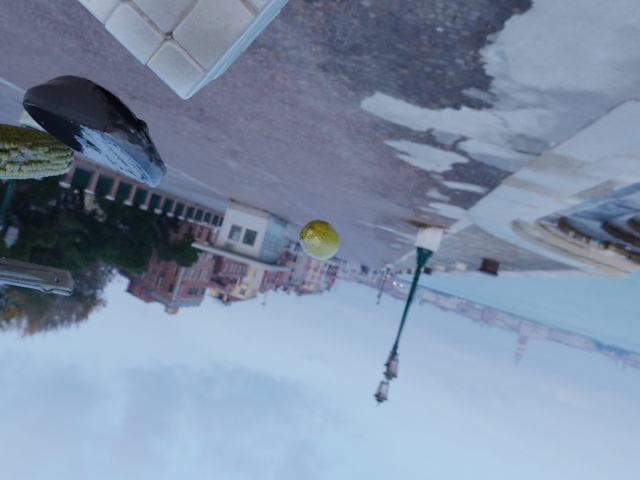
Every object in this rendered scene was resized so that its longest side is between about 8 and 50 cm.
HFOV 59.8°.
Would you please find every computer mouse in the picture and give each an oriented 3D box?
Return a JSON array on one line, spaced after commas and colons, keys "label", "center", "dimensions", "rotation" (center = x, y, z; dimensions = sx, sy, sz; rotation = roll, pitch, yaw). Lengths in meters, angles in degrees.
[{"label": "computer mouse", "center": [-0.315, -0.171, 0.801], "dimensions": [0.270, 0.086, 0.137], "rotation": [25, 162, 29]}]

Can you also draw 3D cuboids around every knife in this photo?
[{"label": "knife", "center": [-0.706, 0.074, 1.224], "dimensions": [0.043, 0.089, 0.365], "rotation": [-12, 163, 28]}]

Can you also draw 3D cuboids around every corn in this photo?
[{"label": "corn", "center": [-0.511, -0.138, 0.825], "dimensions": [0.097, 0.096, 0.320], "rotation": [16, -169, 24]}]

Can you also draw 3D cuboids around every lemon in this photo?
[{"label": "lemon", "center": [0.000, 0.000, 0.888], "dimensions": [0.062, 0.062, 0.083], "rotation": [16, 160, 36]}]

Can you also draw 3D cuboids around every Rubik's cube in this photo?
[{"label": "Rubik's cube", "center": [-0.260, -0.538, 1.158], "dimensions": [0.316, 0.319, 0.321], "rotation": [44, -157, -16]}]
